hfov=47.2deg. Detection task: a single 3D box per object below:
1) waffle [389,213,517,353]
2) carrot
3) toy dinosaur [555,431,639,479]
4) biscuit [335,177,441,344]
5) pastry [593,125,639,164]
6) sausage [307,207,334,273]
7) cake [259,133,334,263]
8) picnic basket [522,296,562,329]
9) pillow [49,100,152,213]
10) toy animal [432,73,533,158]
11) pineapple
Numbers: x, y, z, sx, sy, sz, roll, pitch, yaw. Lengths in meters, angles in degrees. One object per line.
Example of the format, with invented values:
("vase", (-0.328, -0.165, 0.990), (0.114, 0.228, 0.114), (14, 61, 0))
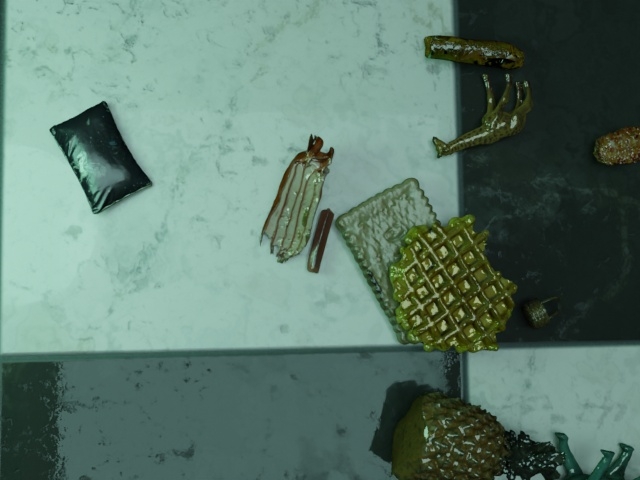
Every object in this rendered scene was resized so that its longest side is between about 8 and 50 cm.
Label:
("waffle", (0.290, 0.100, 1.575), (0.281, 0.058, 0.301), (-10, 88, -10))
("carrot", (0.347, -0.426, 1.660), (0.228, 0.069, 0.069), (5, 85, -6))
("toy dinosaur", (0.610, 0.612, 1.609), (0.383, 0.129, 0.331), (15, 93, -4))
("biscuit", (0.192, 0.045, 1.611), (0.217, 0.044, 0.325), (-30, 93, -11))
("pastry", (0.707, -0.220, 1.695), (0.169, 0.063, 0.087), (-8, 96, -13))
("sausage", (-0.001, 0.000, 1.597), (0.030, 0.035, 0.147), (16, 82, -2))
("cake", (-0.047, -0.089, 1.579), (0.098, 0.135, 0.287), (21, 103, -10))
("picnic basket", (0.499, 0.155, 1.633), (0.083, 0.072, 0.072), (-24, 89, 1))
("pillow", (-0.465, -0.175, 1.542), (0.141, 0.055, 0.208), (-30, 91, -17))
("toy animal", (0.376, -0.270, 1.659), (0.149, 0.054, 0.275), (38, 83, -1))
("pineapple", (0.335, 0.442, 1.528), (0.361, 0.202, 0.202), (17, 84, -8))
